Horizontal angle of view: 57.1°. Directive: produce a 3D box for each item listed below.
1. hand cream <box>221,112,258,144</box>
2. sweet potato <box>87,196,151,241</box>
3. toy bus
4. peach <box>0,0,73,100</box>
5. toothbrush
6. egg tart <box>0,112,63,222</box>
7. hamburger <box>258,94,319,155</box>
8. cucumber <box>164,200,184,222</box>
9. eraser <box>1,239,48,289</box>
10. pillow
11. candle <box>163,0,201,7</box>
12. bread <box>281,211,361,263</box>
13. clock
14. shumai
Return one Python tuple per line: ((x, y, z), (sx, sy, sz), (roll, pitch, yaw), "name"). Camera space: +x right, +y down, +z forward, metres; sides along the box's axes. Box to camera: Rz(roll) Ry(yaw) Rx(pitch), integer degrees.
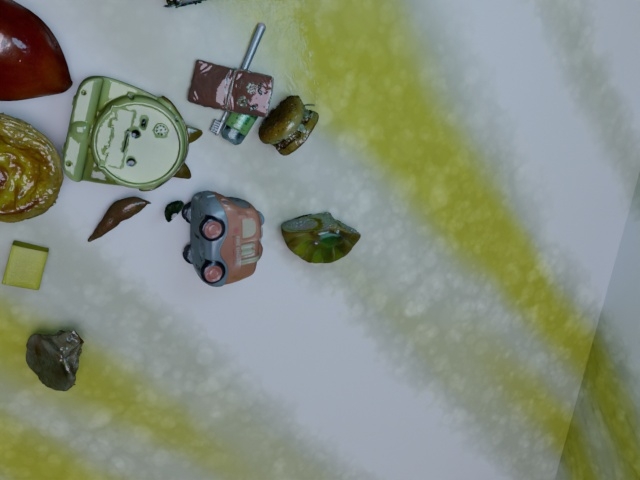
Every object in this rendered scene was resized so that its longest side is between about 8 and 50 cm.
((-0.224, -0.364, 1.716), (0.095, 0.046, 0.175), (30, 95, -22), "hand cream")
((-0.588, -0.072, 1.682), (0.226, 0.068, 0.068), (-32, 117, 8), "sweet potato")
((-0.277, -0.007, 1.751), (0.232, 0.194, 0.288), (-5, 110, -27), "toy bus")
((-0.776, -0.448, 1.397), (0.361, 0.201, 0.258), (25, 98, -26), "peach")
((-0.236, -0.462, 1.690), (0.030, 0.025, 0.342), (24, 100, -20), "toothbrush")
((-0.816, -0.190, 1.521), (0.295, 0.116, 0.295), (-7, 112, -17), "egg tart")
((-0.091, -0.344, 1.710), (0.113, 0.177, 0.185), (40, 119, -20), "hamburger")
((-0.430, -0.088, 1.706), (0.067, 0.107, 0.035), (-43, 109, 1), "cucumber")
((-0.828, 0.071, 1.652), (0.097, 0.045, 0.122), (14, 102, -24), "eraser")
((-0.252, -0.426, 1.661), (0.232, 0.043, 0.126), (11, 102, -5), "pillow")
((-0.330, -0.694, 1.482), (0.330, 0.187, 0.187), (-19, 114, -12), "candle")
((0.012, 0.005, 1.877), (0.260, 0.158, 0.156), (-13, 116, -13), "bread")
((-0.505, -0.273, 1.606), (0.348, 0.117, 0.286), (11, 105, -23), "clock")
((-0.770, 0.338, 1.736), (0.120, 0.201, 0.201), (-36, 127, -52), "shumai")
